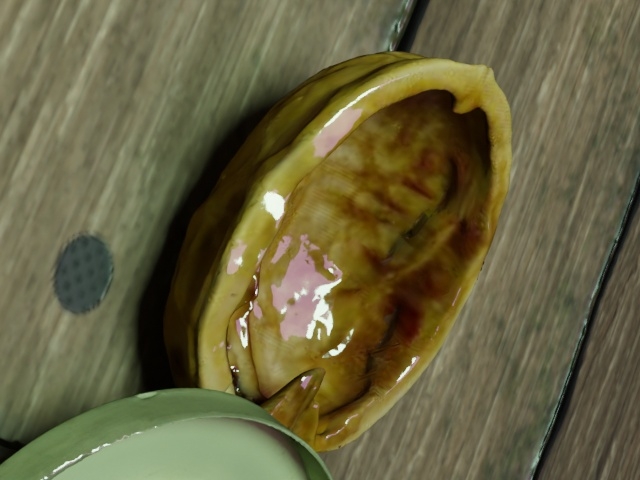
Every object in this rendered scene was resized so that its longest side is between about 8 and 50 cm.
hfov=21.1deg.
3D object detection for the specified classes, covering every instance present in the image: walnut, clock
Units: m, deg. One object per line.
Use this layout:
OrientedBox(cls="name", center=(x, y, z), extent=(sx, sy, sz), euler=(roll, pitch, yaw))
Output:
OrientedBox(cls="walnut", center=(0.000, -0.002, 0.798), extent=(0.167, 0.087, 0.211), euler=(24, 98, -48))
OrientedBox(cls="clock", center=(-0.086, 0.171, 0.739), extent=(0.235, 0.029, 0.235), euler=(-24, 129, -33))
